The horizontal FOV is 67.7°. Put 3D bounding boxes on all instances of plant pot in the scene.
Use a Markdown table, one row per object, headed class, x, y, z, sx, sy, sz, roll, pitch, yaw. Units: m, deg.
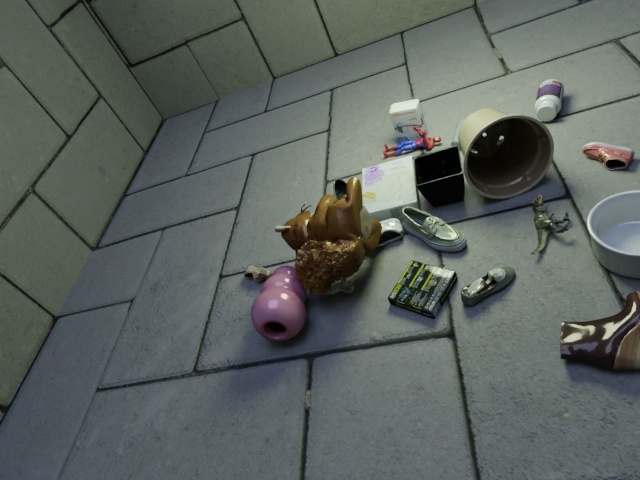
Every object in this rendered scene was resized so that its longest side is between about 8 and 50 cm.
| class | x | y | z | sx | sy | sz | roll | pitch | yaw |
| --- | --- | --- | --- | --- | --- | --- | --- | --- | --- |
| plant pot | 0.503 | -0.248 | 1.966 | 0.188 | 0.167 | 0.188 | -15 | 41 | 22 |
| plant pot | 0.700 | -0.379 | 1.914 | 0.334 | 0.333 | 0.305 | -20 | 29 | 10 |

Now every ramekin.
| class | x | y | z | sx | sy | sz | roll | pitch | yaw |
| --- | --- | --- | --- | --- | --- | --- | --- | --- | --- |
| ramekin | 0.979 | -0.015 | 1.468 | 0.277 | 0.135 | 0.277 | -16 | 41 | 14 |

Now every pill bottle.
| class | x | y | z | sx | sy | sz | roll | pitch | yaw |
| --- | --- | --- | --- | --- | --- | --- | --- | --- | --- |
| pill bottle | 1.008 | -0.615 | 2.107 | 0.108 | 0.108 | 0.193 | 2 | 48 | 32 |

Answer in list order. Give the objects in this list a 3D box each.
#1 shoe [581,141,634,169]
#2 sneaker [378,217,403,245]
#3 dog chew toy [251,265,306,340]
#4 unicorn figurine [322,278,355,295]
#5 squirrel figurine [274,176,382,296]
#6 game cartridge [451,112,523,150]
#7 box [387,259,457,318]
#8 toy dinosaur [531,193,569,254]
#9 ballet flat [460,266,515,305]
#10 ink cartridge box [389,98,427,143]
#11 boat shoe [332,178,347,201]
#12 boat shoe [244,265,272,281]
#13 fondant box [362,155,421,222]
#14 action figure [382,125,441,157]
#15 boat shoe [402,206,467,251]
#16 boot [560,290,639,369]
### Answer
| class | x | y | z | sx | sy | sz | roll | pitch | yaw |
| --- | --- | --- | --- | --- | --- | --- | --- | --- | --- |
| shoe | 1.067 | -0.317 | 1.791 | 0.178 | 0.063 | 0.081 | 20 | 54 | 37 |
| sneaker | 0.213 | -0.017 | 1.952 | 0.258 | 0.094 | 0.091 | -20 | 36 | 9 |
| dog chew toy | -0.147 | 0.224 | 1.838 | 0.207 | 0.206 | 0.331 | -15 | 34 | 17 |
| unicorn figurine | 0.074 | 0.174 | 1.869 | 0.162 | 0.060 | 0.111 | -32 | 43 | 20 |
| squirrel figurine | 0.000 | 0.000 | 1.821 | 0.371 | 0.281 | 0.396 | -6 | 53 | 28 |
| game cartridge | 0.755 | -0.490 | 2.169 | 0.297 | 0.062 | 0.198 | 1 | 44 | 31 |
| box | 0.365 | 0.170 | 1.706 | 0.184 | 0.045 | 0.190 | 13 | 56 | 42 |
| toy dinosaur | 0.805 | -0.056 | 1.677 | 0.118 | 0.064 | 0.268 | -9 | 46 | 32 |
| ballet flat | 0.562 | 0.141 | 1.600 | 0.213 | 0.068 | 0.072 | -33 | 40 | -6 |
| ink cartridge box | 0.433 | -0.579 | 2.342 | 0.140 | 0.190 | 0.082 | -3 | 46 | 28 |
| boat shoe | 0.122 | -0.175 | 2.174 | 0.109 | 0.091 | 0.305 | -27 | 39 | 4 |
| boat shoe | -0.271 | 0.153 | 2.086 | 0.170 | 0.063 | 0.059 | 5 | 52 | 46 |
| fondant box | 0.307 | -0.217 | 2.108 | 0.239 | 0.096 | 0.330 | -13 | 41 | 17 |
| action figure | 0.433 | -0.488 | 2.295 | 0.281 | 0.139 | 0.091 | -5 | 46 | 22 |
| boat shoe | 0.427 | -0.045 | 1.855 | 0.109 | 0.094 | 0.302 | -44 | 42 | -18 |
| boot | 0.793 | 0.238 | 1.343 | 0.207 | 0.090 | 0.248 | 4 | 53 | 31 |
